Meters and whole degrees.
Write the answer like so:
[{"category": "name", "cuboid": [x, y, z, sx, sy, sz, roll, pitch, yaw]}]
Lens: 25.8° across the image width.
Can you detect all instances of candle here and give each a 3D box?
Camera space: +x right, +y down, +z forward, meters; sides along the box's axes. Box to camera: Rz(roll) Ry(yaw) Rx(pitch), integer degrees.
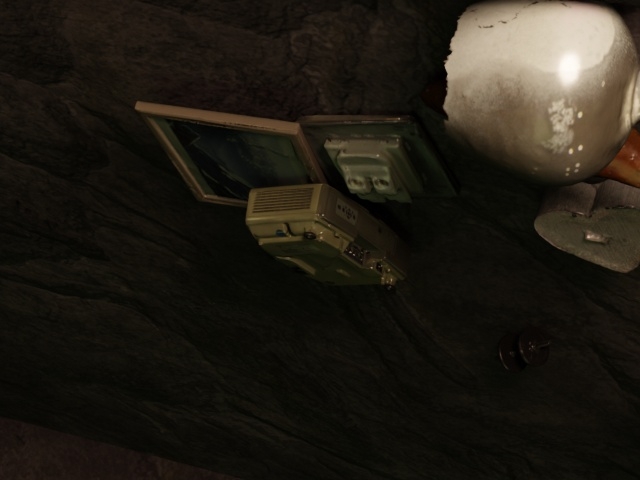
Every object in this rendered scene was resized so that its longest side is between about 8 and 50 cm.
[{"category": "candle", "cuboid": [0.408, -0.020, 1.970, 0.192, 0.068, 0.168, -1, 145, 35]}]

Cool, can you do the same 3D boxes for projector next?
[{"category": "projector", "cuboid": [0.000, 0.000, 2.168, 0.193, 0.088, 0.269, -3, 157, 34]}]

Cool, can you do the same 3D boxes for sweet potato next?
[{"category": "sweet potato", "cuboid": [0.294, -0.148, 1.745, 0.359, 0.112, 0.112, 28, 157, 17]}]

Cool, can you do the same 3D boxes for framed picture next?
[{"category": "framed picture", "cuboid": [-0.114, -0.114, 2.087, 0.247, 0.022, 0.335, 9, 161, 14]}]

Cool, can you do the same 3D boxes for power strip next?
[{"category": "power strip", "cuboid": [0.078, -0.100, 2.011, 0.198, 0.064, 0.213, 0, 149, 28]}]

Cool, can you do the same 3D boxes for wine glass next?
[{"category": "wine glass", "cuboid": [0.310, -0.170, 1.569, 0.323, 0.238, 0.238, 11, 153, 17]}]

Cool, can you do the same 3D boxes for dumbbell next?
[{"category": "dumbbell", "cuboid": [0.350, 0.190, 2.407, 0.069, 0.069, 0.147, 29, 151, -23]}]

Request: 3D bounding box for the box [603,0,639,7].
[{"category": "box", "cuboid": [0.252, -0.361, 1.324, 0.350, 0.091, 0.359, 5, 154, -7]}]
